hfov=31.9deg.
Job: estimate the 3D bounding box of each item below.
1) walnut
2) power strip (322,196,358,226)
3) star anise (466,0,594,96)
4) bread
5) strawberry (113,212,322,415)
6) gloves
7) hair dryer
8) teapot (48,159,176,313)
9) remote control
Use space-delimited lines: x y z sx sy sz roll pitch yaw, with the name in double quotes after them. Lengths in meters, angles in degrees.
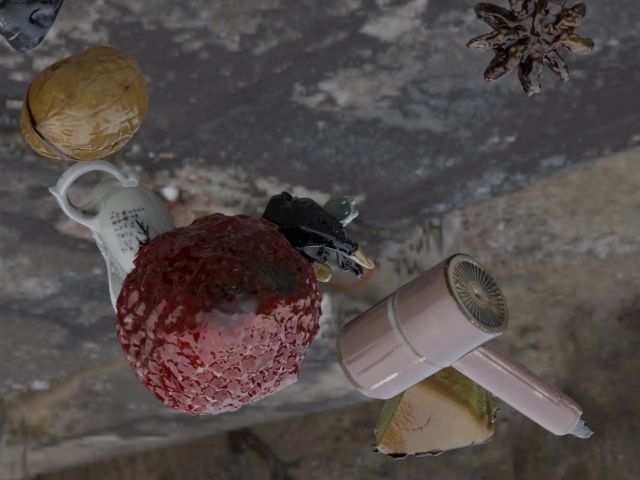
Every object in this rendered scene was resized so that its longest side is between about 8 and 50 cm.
-0.308 -0.171 1.455 0.144 0.144 0.180 -16 -162 43 "walnut"
0.017 -0.045 1.792 0.083 0.055 0.035 -18 154 11 "power strip"
0.283 -0.312 1.500 0.177 0.234 0.073 -2 -176 -6 "star anise"
0.159 0.265 1.683 0.169 0.140 0.160 37 116 -9 "bread"
-0.135 0.083 1.512 0.292 0.291 0.310 0 143 -3 "strawberry"
0.001 -0.003 1.710 0.181 0.106 0.129 13 -167 9 "gloves"
0.198 0.166 1.323 0.344 0.106 0.189 36 127 -25 "hair dryer"
-0.306 -0.007 1.729 0.166 0.208 0.299 -30 127 -1 "teapot"
-0.318 -0.343 1.327 0.090 0.266 0.066 -7 145 38 "remote control"
